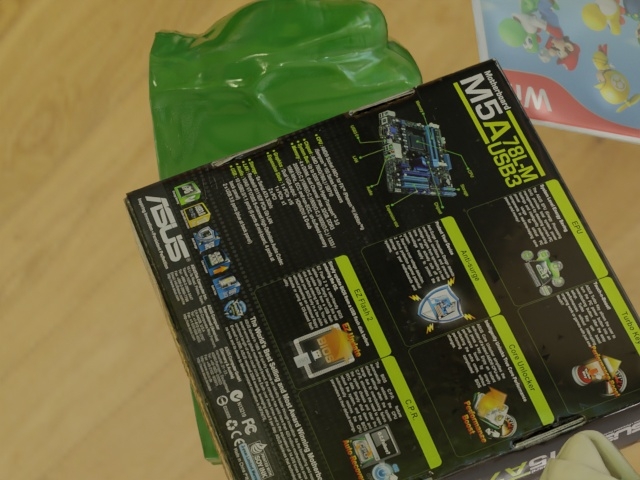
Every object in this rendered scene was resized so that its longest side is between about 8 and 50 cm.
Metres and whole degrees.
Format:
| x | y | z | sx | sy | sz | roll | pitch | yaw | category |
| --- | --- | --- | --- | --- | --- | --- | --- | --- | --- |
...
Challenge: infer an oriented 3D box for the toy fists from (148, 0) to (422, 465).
| x | y | z | sx | sy | sz | roll | pitch | yaw | category |
| --- | --- | --- | --- | --- | --- | --- | --- | --- | --- |
| 0.000 | 0.000 | 1.051 | 0.142 | 0.096 | 0.279 | -1 | 117 | 8 | toy fists |

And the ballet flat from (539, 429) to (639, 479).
| x | y | z | sx | sy | sz | roll | pitch | yaw | category |
| --- | --- | --- | --- | --- | --- | --- | --- | --- | --- |
| 0.139 | 0.091 | 0.759 | 0.248 | 0.086 | 0.086 | -34 | 130 | 8 | ballet flat |

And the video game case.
| x | y | z | sx | sy | sz | roll | pitch | yaw | category |
| --- | --- | --- | --- | --- | --- | --- | --- | --- | --- |
| 0.179 | -0.195 | 1.296 | 0.204 | 0.025 | 0.285 | 14 | 128 | 37 | video game case |

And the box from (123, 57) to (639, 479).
| x | y | z | sx | sy | sz | roll | pitch | yaw | category |
| --- | --- | --- | --- | --- | --- | --- | --- | --- | --- |
| 0.030 | 0.029 | 0.861 | 0.184 | 0.190 | 0.045 | -20 | 147 | -9 | box |
